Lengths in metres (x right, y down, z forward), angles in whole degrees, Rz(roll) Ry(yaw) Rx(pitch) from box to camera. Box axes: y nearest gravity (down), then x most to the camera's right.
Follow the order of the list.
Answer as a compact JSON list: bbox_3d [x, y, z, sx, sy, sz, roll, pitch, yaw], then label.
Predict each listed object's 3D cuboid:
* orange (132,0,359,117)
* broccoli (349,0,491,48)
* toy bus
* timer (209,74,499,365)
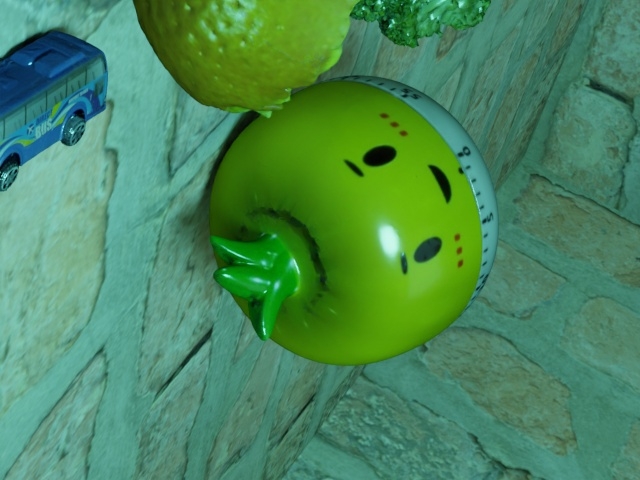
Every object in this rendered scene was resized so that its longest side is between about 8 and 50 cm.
[{"bbox_3d":[0.009,-0.238,0.978,0.334,0.196,0.262,-47,-158,-25],"label":"orange"},{"bbox_3d":[0.085,-0.277,1.241,0.261,0.241,0.269,32,59,-60],"label":"broccoli"},{"bbox_3d":[-0.185,-0.077,1.015,0.153,0.051,0.061,-44,156,-50],"label":"toy bus"},{"bbox_3d":[0.000,0.000,1.499,0.285,0.285,0.285,-55,168,-18],"label":"timer"}]
